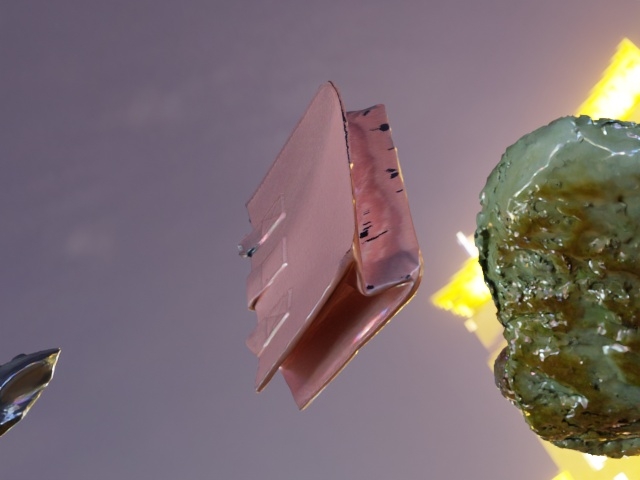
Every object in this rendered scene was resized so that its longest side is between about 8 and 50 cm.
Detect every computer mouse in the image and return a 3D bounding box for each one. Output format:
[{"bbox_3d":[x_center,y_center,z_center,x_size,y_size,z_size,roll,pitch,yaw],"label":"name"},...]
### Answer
[{"bbox_3d":[-0.306,0.144,1.418,0.079,0.135,0.047,-18,-64,46],"label":"computer mouse"}]

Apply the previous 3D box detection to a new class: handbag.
[{"bbox_3d":[0.000,0.000,1.055,0.059,0.212,0.157,22,-56,-22],"label":"handbag"}]

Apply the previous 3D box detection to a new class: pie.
[{"bbox_3d":[0.350,0.045,1.446,0.395,0.180,0.418,0,-45,6],"label":"pie"}]
